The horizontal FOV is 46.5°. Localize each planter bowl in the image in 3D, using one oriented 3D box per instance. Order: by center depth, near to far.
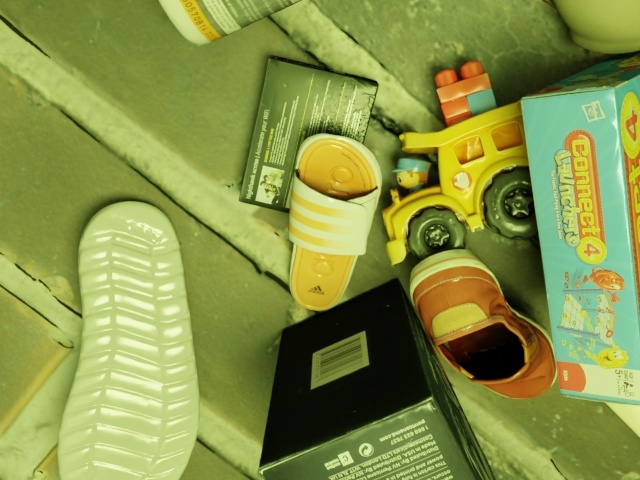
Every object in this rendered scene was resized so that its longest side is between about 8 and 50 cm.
[{"bbox_3d":[0.324,-0.271,0.805,0.162,0.162,0.109,-7,131,3],"label":"planter bowl"}]

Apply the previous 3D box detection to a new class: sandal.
[{"bbox_3d":[0.011,0.002,0.874,0.102,0.076,0.265,8,128,1],"label":"sandal"},{"bbox_3d":[-0.239,0.158,0.962,0.170,0.102,0.416,5,93,-15],"label":"sandal"}]

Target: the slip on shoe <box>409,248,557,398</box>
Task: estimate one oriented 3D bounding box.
[{"bbox_3d":[0.201,0.129,0.872,0.123,0.101,0.331,-24,141,18],"label":"slip on shoe"}]

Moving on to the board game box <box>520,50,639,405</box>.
[{"bbox_3d":[0.333,-0.034,0.791,0.086,0.302,0.308,1,110,40],"label":"board game box"}]

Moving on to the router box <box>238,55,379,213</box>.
[{"bbox_3d":[-0.015,-0.119,0.900,0.133,0.046,0.178,14,106,-3],"label":"router box"}]

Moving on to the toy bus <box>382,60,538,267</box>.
[{"bbox_3d":[0.159,-0.088,0.864,0.220,0.149,0.211,-20,91,9],"label":"toy bus"}]

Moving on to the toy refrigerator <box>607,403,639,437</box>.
[{"bbox_3d":[0.460,0.234,0.912,0.102,0.094,0.269,-47,72,12],"label":"toy refrigerator"}]

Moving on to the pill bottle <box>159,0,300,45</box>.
[{"bbox_3d":[-0.044,-0.331,0.782,0.279,0.162,0.162,-22,104,7],"label":"pill bottle"}]

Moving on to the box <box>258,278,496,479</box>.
[{"bbox_3d":[0.091,0.259,0.850,0.179,0.343,0.312,-25,104,7],"label":"box"}]
